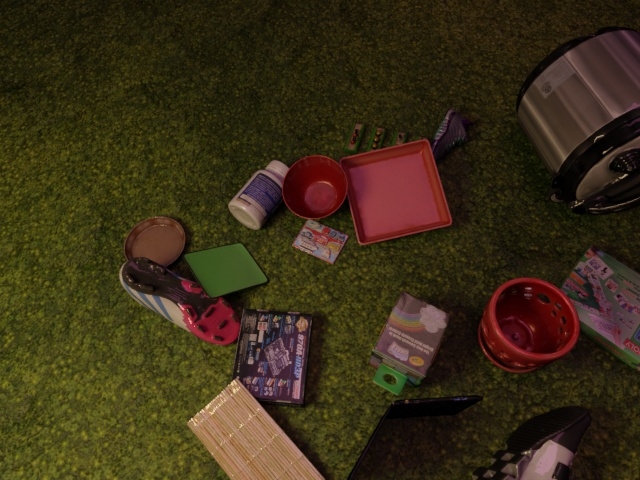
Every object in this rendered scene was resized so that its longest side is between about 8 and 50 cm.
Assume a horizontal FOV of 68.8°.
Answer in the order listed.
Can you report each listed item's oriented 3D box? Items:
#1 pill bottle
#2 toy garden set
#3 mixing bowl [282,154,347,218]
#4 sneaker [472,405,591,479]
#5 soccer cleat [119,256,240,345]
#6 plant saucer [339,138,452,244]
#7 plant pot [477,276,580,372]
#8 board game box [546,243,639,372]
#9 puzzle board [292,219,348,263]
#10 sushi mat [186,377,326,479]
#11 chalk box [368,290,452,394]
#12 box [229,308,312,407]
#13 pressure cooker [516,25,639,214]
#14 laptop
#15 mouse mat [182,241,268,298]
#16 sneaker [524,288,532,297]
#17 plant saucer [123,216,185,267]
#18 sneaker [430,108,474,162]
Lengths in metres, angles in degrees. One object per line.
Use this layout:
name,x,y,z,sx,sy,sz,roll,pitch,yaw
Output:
pill bottle,-0.160,-0.132,1.314,0.112,0.112,0.186,30,67,16
toy garden set,0.189,-0.260,1.404,0.245,0.049,0.203,14,63,9
mixing bowl,-0.009,-0.135,1.306,0.182,0.098,0.181,-2,77,10
sneaker,0.460,0.483,0.978,0.331,0.122,0.146,-32,84,-15
soccer cleat,-0.350,0.155,1.178,0.331,0.143,0.116,35,61,-7
plant saucer,0.204,-0.131,1.302,0.259,0.047,0.258,-13,77,1
plant pot,0.465,0.201,1.079,0.191,0.174,0.191,-1,63,2
board game box,0.756,0.180,1.154,0.317,0.046,0.213,39,71,20
puzzle board,0.000,0.000,1.295,0.128,0.011,0.096,24,65,14
sushi mat,-0.137,0.468,1.016,0.151,0.019,0.316,-43,75,-10
chalk box,0.196,0.252,1.088,0.132,0.132,0.213,27,67,14
box,-0.115,0.279,1.128,0.175,0.051,0.220,3,62,3
pressure cooker,0.756,-0.283,1.218,0.376,0.369,0.420,-15,59,-2
laptop,0.180,0.406,0.948,0.265,0.234,0.136,-3,63,0
mouse mat,-0.243,0.073,1.211,0.190,0.007,0.152,-13,55,-45
sneaker,0.522,0.139,1.191,0.037,0.032,0.083,-14,62,-6
plant saucer,-0.455,0.012,1.295,0.169,0.029,0.168,-1,63,1
sneaker,0.392,-0.302,1.404,0.098,0.083,0.223,25,65,9
